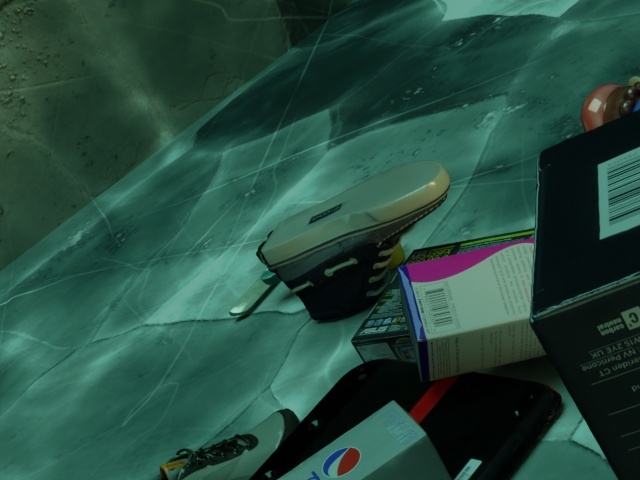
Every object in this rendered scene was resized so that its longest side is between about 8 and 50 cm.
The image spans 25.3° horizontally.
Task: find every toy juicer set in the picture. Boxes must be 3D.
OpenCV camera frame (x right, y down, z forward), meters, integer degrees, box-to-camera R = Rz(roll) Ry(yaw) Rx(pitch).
[{"bbox_3d":[0.000,0.000,2.329,0.329,0.089,0.209,-19,25,29],"label":"toy juicer set"}]

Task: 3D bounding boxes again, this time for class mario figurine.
[{"bbox_3d":[0.501,-0.176,1.967,0.198,0.170,0.320,-25,-1,-25],"label":"mario figurine"}]

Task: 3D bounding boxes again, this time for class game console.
[{"bbox_3d":[0.064,0.292,1.700,0.342,0.060,0.386,6,43,47],"label":"game console"}]

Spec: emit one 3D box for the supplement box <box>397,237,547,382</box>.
[{"bbox_3d":[0.215,0.080,1.730,0.220,0.114,0.111,-12,56,0],"label":"supplement box"}]

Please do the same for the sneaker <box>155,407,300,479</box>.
[{"bbox_3d":[-0.138,0.305,1.848,0.271,0.108,0.100,-37,21,-17],"label":"sneaker"}]

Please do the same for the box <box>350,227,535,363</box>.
[{"bbox_3d":[0.201,0.079,1.947,0.270,0.060,0.216,-11,29,40],"label":"box"}]

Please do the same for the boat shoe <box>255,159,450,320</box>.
[{"bbox_3d":[0.078,0.005,2.113,0.340,0.158,0.127,-21,24,36],"label":"boat shoe"}]

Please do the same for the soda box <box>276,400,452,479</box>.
[{"bbox_3d":[0.002,0.305,1.562,0.286,0.098,0.091,-33,28,-9],"label":"soda box"}]

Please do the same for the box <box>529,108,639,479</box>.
[{"bbox_3d":[0.361,0.105,1.242,0.212,0.395,0.293,-23,23,21],"label":"box"}]
